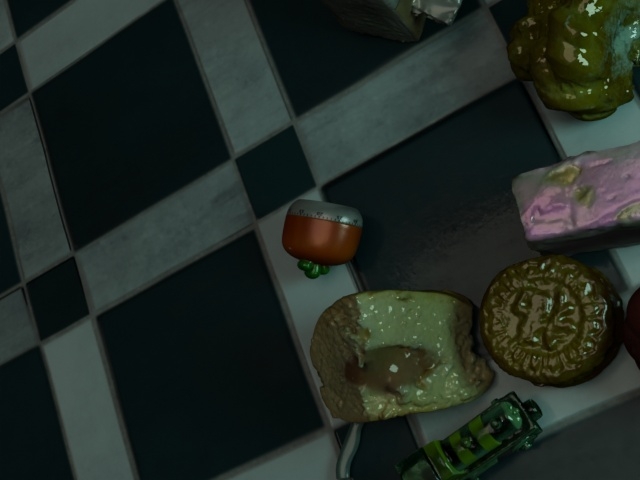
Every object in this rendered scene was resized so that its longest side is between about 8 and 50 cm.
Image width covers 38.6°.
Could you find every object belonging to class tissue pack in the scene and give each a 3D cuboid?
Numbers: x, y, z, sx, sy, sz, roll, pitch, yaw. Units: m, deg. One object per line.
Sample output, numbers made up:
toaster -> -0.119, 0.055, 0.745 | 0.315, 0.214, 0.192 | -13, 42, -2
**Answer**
tissue pack -> 0.140, -0.486, 1.411 | 0.238, 0.238, 0.306 | 13, 85, 28

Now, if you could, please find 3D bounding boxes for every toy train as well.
toy train -> 0.211, 0.285, 1.260 | 0.200, 0.132, 0.083 | -42, 66, 15

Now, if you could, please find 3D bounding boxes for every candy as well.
candy -> 0.404, -0.058, 1.223 | 0.265, 0.155, 0.116 | -12, 77, 24

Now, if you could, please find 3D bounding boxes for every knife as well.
knife -> 0.063, 0.267, 1.403 | 0.028, 0.015, 0.210 | 16, 85, 33

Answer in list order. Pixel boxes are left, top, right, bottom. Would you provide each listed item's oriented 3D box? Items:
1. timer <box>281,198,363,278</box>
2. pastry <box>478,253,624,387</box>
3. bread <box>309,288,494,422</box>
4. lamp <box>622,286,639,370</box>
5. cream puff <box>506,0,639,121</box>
timer -> 0.000, 0.000, 1.447 | 0.136, 0.099, 0.136 | -3, 85, 37
pastry -> 0.319, 0.112, 1.258 | 0.188, 0.103, 0.189 | -5, 77, 25
bread -> 0.099, 0.170, 1.360 | 0.211, 0.224, 0.184 | -26, 72, 56
lamp -> 0.477, 0.109, 1.158 | 0.182, 0.140, 0.182 | 10, 126, 14
cream puff -> 0.352, -0.283, 1.291 | 0.194, 0.194, 0.221 | 14, 82, 28
